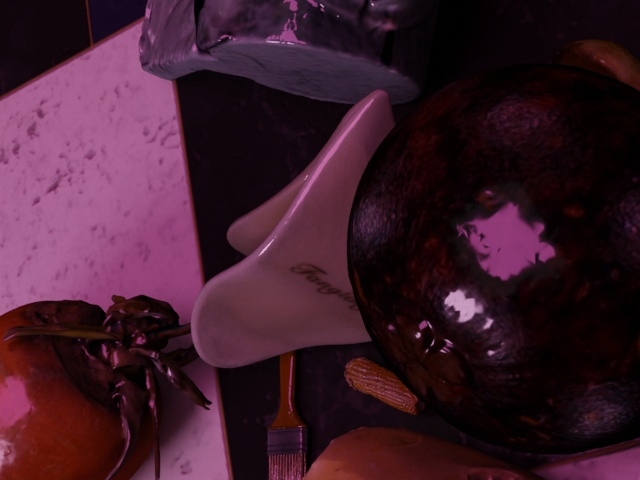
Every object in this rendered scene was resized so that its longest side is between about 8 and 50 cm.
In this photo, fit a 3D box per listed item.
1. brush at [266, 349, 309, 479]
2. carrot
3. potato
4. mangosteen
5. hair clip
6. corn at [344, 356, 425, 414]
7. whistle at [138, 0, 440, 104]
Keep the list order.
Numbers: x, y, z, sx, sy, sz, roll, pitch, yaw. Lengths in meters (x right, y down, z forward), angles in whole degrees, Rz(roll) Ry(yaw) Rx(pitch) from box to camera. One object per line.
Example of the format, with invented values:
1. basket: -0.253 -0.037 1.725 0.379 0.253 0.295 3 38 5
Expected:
1. brush: -0.028 0.142 1.088 0.043 0.014 0.169 -10 72 33
2. carrot: -0.253 0.164 1.123 0.331 0.193 0.214 -46 16 13
3. potato: 0.092 0.214 0.901 0.234 0.146 0.150 18 45 37
4. mangosteen: 0.159 0.003 0.848 0.288 0.288 0.288 -9 74 33
5. hair clip: 0.003 0.013 1.012 0.282 0.172 0.113 -26 45 39
6. corn: 0.051 0.121 1.027 0.083 0.027 0.028 25 73 36
7. whistle: -0.050 -0.222 1.081 0.405 0.188 0.168 6 83 36
